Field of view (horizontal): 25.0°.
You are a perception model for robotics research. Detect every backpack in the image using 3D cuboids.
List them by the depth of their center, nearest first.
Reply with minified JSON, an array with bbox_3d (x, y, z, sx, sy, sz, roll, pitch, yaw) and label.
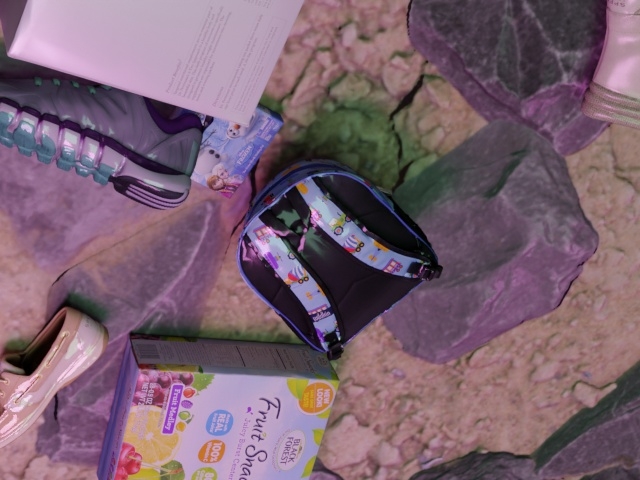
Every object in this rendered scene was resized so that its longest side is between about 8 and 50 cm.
[{"bbox_3d":[0.000,0.000,1.328,0.158,0.117,0.173,-40,124,9],"label":"backpack"}]

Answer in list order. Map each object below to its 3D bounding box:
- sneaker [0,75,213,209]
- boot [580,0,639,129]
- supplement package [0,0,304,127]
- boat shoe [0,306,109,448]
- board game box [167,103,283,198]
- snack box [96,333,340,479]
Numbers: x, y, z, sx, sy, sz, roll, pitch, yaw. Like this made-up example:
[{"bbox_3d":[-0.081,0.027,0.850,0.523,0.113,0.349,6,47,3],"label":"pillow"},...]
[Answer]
[{"bbox_3d":[-0.205,-0.111,1.234,0.223,0.083,0.098,25,74,-14],"label":"sneaker"},{"bbox_3d":[0.358,-0.182,1.358,0.213,0.077,0.165,1,119,-13],"label":"boot"},{"bbox_3d":[-0.125,-0.227,1.129,0.203,0.149,0.194,15,115,-25],"label":"supplement package"},{"bbox_3d":[-0.278,0.127,1.356,0.170,0.063,0.059,-45,121,1],"label":"boat shoe"},{"bbox_3d":[-0.094,-0.094,1.299,0.090,0.020,0.090,27,109,-28],"label":"board game box"},{"bbox_3d":[-0.104,0.187,1.439,0.207,0.070,0.175,4,118,-22],"label":"snack box"}]
